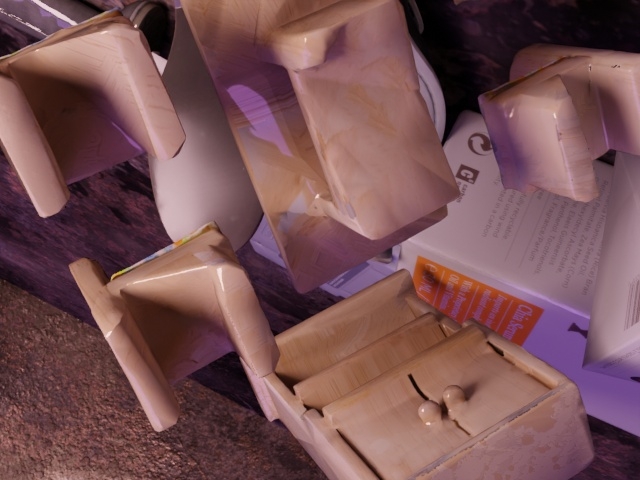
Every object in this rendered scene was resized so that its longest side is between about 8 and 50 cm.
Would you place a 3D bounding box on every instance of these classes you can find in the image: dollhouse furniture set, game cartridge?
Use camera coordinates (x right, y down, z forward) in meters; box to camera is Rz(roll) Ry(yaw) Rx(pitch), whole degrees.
[{"bbox_3d":[0.013,-0.019,0.611,0.256,0.362,0.394,32,146,61],"label":"dollhouse furniture set"},{"bbox_3d":[0.000,0.000,1.152,0.196,0.060,0.294,25,165,-5],"label":"game cartridge"}]

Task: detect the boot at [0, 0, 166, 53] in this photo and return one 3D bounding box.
[{"bbox_3d":[-0.281,-0.256,0.977,0.208,0.076,0.189,37,154,-4],"label":"boot"}]

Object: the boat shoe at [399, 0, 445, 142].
[{"bbox_3d":[0.039,-0.176,0.755,0.114,0.091,0.302,-7,148,13],"label":"boat shoe"}]

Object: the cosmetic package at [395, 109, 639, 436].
[{"bbox_3d":[0.304,0.070,0.869,0.453,0.161,0.230,23,156,11],"label":"cosmetic package"}]

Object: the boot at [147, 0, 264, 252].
[{"bbox_3d":[-0.077,-0.133,0.736,0.112,0.305,0.115,0,174,4],"label":"boot"}]

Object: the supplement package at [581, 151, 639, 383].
[{"bbox_3d":[0.294,-0.012,0.586,0.145,0.204,0.262,13,163,5],"label":"supplement package"}]

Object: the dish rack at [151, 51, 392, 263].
[{"bbox_3d":[-0.057,-0.104,0.899,0.333,0.072,0.285,29,-168,-2],"label":"dish rack"}]
